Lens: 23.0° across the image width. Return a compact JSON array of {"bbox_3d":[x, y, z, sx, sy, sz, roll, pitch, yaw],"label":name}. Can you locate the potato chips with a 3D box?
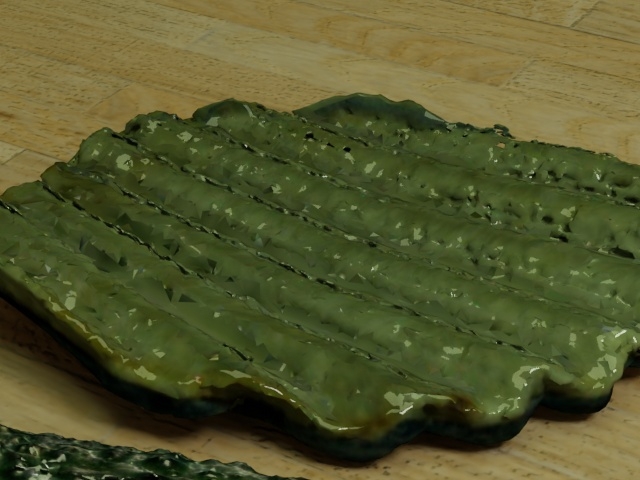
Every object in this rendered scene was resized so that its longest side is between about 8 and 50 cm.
[{"bbox_3d":[0.000,0.000,0.940,0.429,0.070,0.358,21,37,31],"label":"potato chips"}]

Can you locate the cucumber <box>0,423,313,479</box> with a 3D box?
[{"bbox_3d":[-0.096,0.133,0.709,0.359,0.096,0.096,5,33,13],"label":"cucumber"}]
